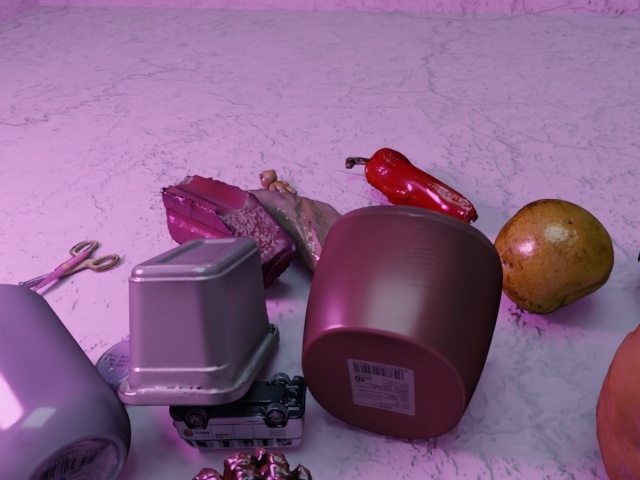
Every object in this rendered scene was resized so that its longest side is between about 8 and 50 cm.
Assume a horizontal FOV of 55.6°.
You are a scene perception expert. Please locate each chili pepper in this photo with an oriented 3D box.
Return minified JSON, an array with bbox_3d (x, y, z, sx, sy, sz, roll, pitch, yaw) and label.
[{"bbox_3d":[0.196,-0.121,1.341,0.110,0.110,0.387,-24,41,-25],"label":"chili pepper"}]

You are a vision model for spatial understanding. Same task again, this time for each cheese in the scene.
[{"bbox_3d":[-0.327,0.227,0.965,0.105,0.042,0.191,4,45,16],"label":"cheese"}]

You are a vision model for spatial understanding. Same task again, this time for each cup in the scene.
[{"bbox_3d":[-0.409,0.224,0.833,0.205,0.205,0.312,-30,48,-31],"label":"cup"}]

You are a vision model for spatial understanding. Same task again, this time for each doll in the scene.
[{"bbox_3d":[-0.102,-0.132,1.433,0.093,0.051,0.061,20,36,28],"label":"doll"}]

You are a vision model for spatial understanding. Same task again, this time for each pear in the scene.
[{"bbox_3d":[0.391,0.020,1.043,0.197,0.197,0.197,-3,36,2],"label":"pear"}]

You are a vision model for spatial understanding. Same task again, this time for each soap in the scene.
[{"bbox_3d":[-0.173,-0.005,1.157,0.289,0.182,0.112,22,44,38],"label":"soap"}]

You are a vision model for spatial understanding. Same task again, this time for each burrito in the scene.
[{"bbox_3d":[0.008,0.000,1.188,0.347,0.107,0.175,35,21,35],"label":"burrito"}]

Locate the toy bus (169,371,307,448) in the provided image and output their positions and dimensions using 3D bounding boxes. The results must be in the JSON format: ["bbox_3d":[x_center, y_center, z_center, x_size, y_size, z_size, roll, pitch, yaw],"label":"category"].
[{"bbox_3d":[-0.114,0.250,0.870,0.193,0.089,0.087,-3,27,3],"label":"toy bus"}]

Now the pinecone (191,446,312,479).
[{"bbox_3d":[-0.094,0.332,0.679,0.184,0.179,0.204,37,32,-9],"label":"pinecone"}]

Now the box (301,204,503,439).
[{"bbox_3d":[0.109,0.123,0.861,0.300,0.301,0.216,8,42,16],"label":"box"}]

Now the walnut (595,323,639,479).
[{"bbox_3d":[0.504,0.220,0.666,0.383,0.384,0.384,-3,36,2],"label":"walnut"}]

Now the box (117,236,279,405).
[{"bbox_3d":[-0.172,0.101,0.909,0.175,0.183,0.312,-1,8,7],"label":"box"}]

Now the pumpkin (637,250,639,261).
[{"bbox_3d":[0.702,0.049,0.975,0.320,0.192,0.320,-1,35,1],"label":"pumpkin"}]

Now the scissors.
[{"bbox_3d":[-0.519,0.057,1.242,0.133,0.020,0.187,23,42,37],"label":"scissors"}]
